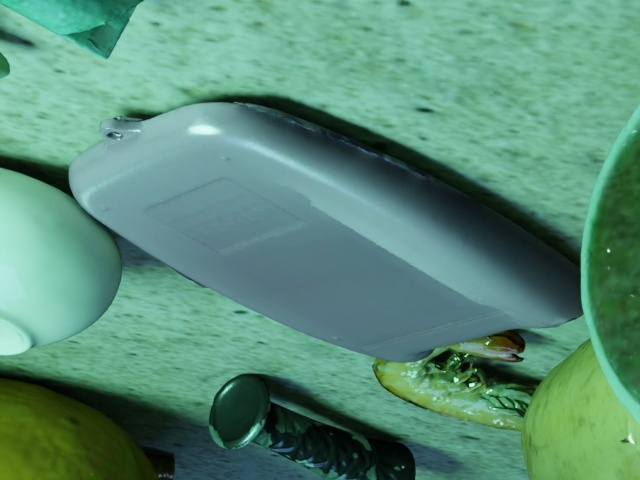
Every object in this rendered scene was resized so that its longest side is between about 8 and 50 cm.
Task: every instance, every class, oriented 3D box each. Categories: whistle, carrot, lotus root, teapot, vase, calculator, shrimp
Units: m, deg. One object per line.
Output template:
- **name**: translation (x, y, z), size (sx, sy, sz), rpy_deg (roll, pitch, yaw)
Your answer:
- **whistle**: translation (-0.154, -0.130, 0.774), size (0.186, 0.039, 0.039), rpy_deg (27, 152, -36)
- **carrot**: translation (-0.168, 0.184, 1.542), size (0.093, 0.032, 0.032), rpy_deg (10, 158, -14)
- **lotus root**: translation (0.214, 0.109, 1.064), size (0.160, 0.146, 0.284), rpy_deg (5, 157, -16)
- **teapot**: translation (-0.190, 0.006, 1.054), size (0.145, 0.092, 0.226), rpy_deg (-1, 152, 23)
- **vase**: translation (-0.004, 0.151, 1.360), size (0.059, 0.059, 0.167), rpy_deg (-13, 148, 43)
- **calculator**: translation (0.000, 0.001, 1.021), size (0.294, 0.043, 0.194), rpy_deg (26, 153, -32)
- **shrimp**: translation (0.125, 0.090, 1.204), size (0.178, 0.034, 0.124), rpy_deg (16, 151, -5)

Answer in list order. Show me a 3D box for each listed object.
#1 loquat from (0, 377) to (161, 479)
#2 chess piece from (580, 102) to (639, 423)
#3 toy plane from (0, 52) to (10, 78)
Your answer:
- **loquat**: translation (-0.261, 0.259, 1.391), size (0.328, 0.328, 0.328), rpy_deg (8, 158, 3)
- **chess piece**: translation (0.277, 0.031, 0.829), size (0.299, 0.194, 0.194), rpy_deg (17, 158, -41)
- **toy plane**: translation (-0.186, -0.095, 0.877), size (0.083, 0.033, 0.080), rpy_deg (13, 158, -27)
